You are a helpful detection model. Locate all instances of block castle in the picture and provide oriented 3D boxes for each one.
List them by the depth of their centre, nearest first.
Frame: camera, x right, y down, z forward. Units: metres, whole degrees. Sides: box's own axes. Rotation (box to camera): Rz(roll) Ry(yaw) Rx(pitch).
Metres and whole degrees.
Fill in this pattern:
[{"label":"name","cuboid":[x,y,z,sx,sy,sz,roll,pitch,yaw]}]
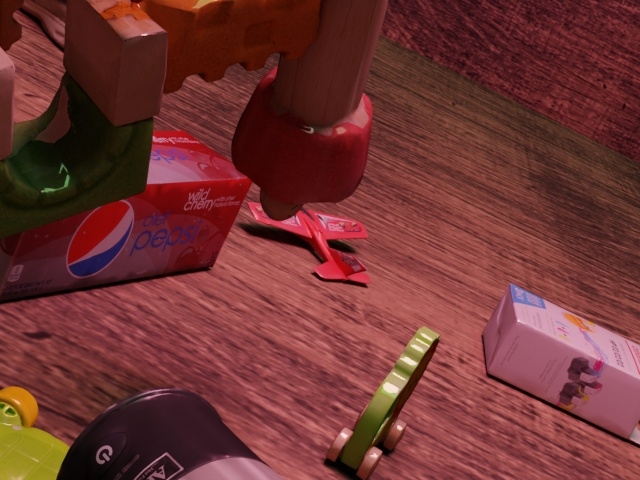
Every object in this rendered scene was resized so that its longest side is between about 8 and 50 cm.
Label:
[{"label":"block castle","cuboid":[-0.214,-0.095,0.676,0.453,0.213,0.303,-22,55,-34]}]

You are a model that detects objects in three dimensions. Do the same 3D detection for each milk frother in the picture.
[{"label":"milk frother","cuboid":[-0.029,0.152,0.499,0.143,0.129,0.135,24,6,-43]}]

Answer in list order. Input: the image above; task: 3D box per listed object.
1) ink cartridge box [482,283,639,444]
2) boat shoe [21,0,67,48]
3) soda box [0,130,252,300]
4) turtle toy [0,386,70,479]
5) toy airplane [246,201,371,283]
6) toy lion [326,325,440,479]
[{"label":"ink cartridge box","cuboid":[0.246,0.118,1.132,0.181,0.061,0.104,26,18,-3]},{"label":"boat shoe","cuboid":[-0.318,-0.312,1.505,0.103,0.092,0.285,10,24,-42]},{"label":"soda box","cuboid":[-0.164,-0.026,0.913,0.083,0.092,0.263,33,19,22]},{"label":"turtle toy","cuboid":[-0.132,0.129,0.560,0.130,0.066,0.095,28,19,4]},{"label":"toy airplane","cuboid":[0.000,0.000,1.176,0.151,0.028,0.151,23,19,-8]},{"label":"toy lion","cuboid":[0.050,0.105,0.835,0.034,0.096,0.100,30,18,12]}]
